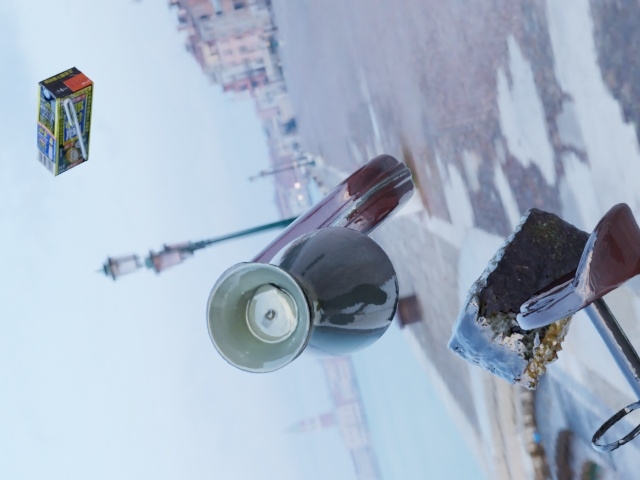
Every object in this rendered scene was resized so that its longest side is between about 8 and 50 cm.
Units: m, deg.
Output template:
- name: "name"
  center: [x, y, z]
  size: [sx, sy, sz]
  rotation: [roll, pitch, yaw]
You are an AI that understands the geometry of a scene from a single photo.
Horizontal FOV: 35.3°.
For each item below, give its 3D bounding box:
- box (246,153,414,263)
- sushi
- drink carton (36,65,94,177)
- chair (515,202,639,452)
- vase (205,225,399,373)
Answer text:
- name: "box"
  center: [0.000, 0.000, 1.819]
  size: [0.108, 0.404, 0.263]
  rotation: [50, -155, 2]
- name: "sushi"
  center: [0.387, 0.111, 1.896]
  size: [0.207, 0.348, 0.234]
  rotation: [30, 158, 12]
- name: "drink carton"
  center: [-0.388, -0.178, 1.529]
  size: [0.056, 0.071, 0.165]
  rotation: [40, 142, 17]
- name: "chair"
  center: [0.441, 0.166, 1.445]
  size: [0.401, 0.227, 0.226]
  rotation: [61, 179, 3]
- name: "vase"
  center: [-0.020, 0.077, 1.208]
  size: [0.321, 0.173, 0.173]
  rotation: [-13, -91, -73]
